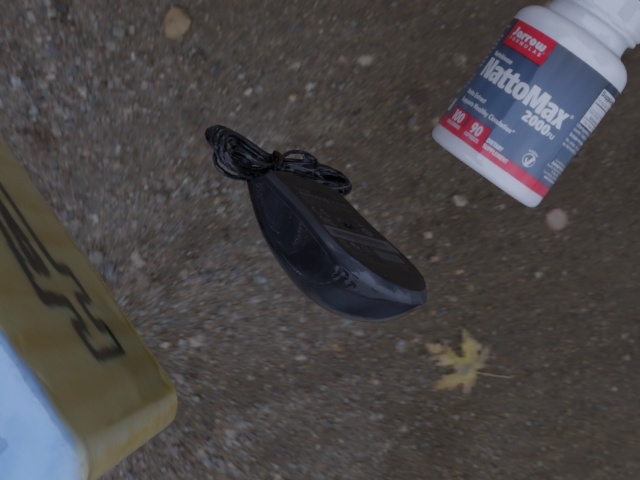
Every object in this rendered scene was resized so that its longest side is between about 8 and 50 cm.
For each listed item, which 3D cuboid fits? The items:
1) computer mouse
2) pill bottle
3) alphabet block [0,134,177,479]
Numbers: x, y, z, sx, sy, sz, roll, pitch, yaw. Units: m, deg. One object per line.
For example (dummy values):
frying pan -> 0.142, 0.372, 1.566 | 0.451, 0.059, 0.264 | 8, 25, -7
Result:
computer mouse -> 0.000, 0.000, 1.125 | 0.188, 0.272, 0.072 | 18, 112, -41
pill bottle -> 0.183, -0.128, 0.966 | 0.108, 0.108, 0.180 | 34, 98, -6
alphabet block -> -0.188, 0.047, 0.435 | 0.192, 0.197, 0.193 | -33, 87, -1
